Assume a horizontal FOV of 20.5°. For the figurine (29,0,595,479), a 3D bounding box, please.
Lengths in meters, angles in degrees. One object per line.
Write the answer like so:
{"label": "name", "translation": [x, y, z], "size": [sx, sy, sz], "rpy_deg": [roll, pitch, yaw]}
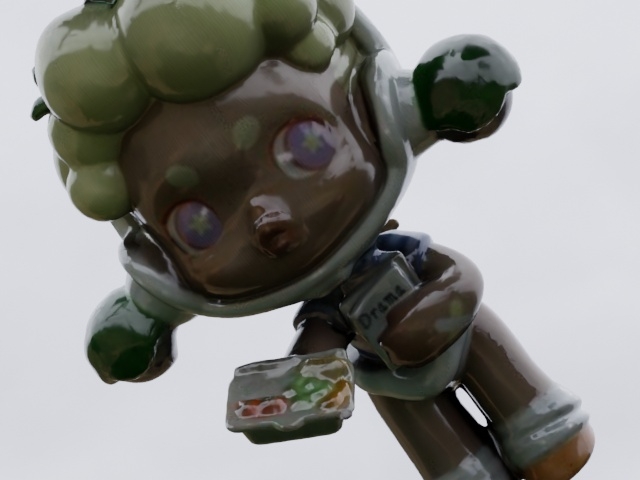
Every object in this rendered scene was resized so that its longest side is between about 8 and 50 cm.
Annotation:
{"label": "figurine", "translation": [0.000, 0.000, 0.489], "size": [0.147, 0.197, 0.093], "rpy_deg": [-37, 4, 14]}
